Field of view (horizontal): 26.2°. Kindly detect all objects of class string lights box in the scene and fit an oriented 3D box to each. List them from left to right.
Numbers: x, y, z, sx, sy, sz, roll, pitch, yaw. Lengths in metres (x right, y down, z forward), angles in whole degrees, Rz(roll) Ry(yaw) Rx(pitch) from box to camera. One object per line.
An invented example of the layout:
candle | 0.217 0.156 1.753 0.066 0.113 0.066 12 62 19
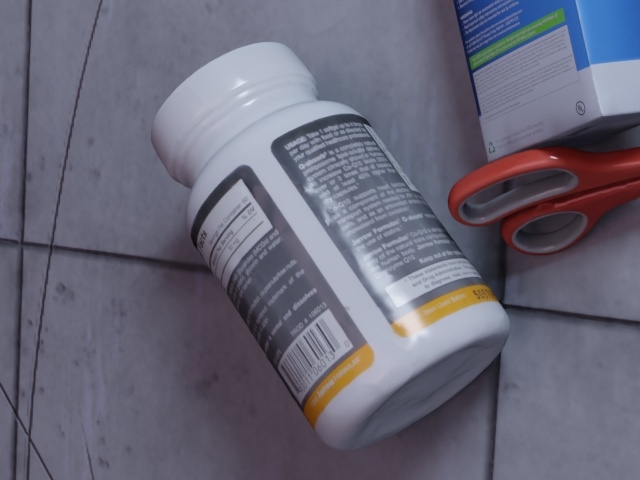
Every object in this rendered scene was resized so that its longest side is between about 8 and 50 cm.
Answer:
string lights box | 0.147 -0.194 0.916 0.133 0.076 0.260 -20 80 63

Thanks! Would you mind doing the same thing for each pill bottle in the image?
pill bottle | 0.000 0.000 1.007 0.162 0.162 0.278 -44 68 27

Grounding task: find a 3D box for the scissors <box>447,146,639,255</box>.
scissors | 0.224 -0.053 0.890 0.297 0.109 0.021 -21 49 33
